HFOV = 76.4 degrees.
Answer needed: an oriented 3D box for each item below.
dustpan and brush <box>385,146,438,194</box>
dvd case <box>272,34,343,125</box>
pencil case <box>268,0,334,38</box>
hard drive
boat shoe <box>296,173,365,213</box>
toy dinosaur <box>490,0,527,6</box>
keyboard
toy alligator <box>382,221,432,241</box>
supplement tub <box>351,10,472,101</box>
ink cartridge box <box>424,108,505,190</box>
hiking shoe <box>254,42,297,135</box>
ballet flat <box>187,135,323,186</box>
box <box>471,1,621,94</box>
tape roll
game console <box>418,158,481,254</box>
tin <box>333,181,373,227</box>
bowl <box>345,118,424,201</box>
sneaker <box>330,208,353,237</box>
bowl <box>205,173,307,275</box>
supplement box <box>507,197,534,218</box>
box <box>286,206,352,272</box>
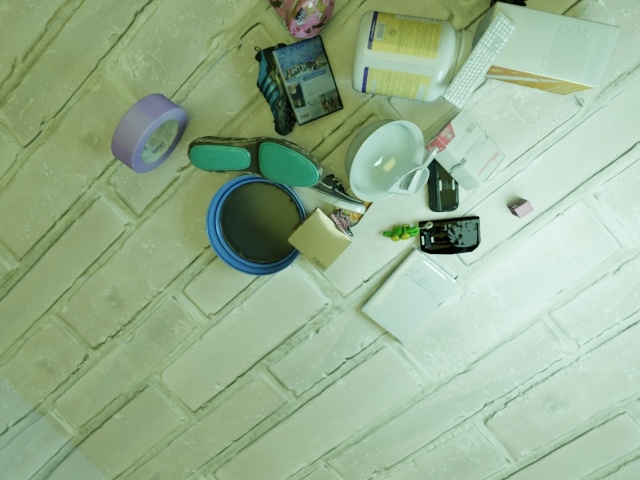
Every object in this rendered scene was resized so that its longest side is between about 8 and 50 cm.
[{"bbox_3d":[0.329,-0.232,1.382,0.148,0.060,0.211,0,128,-36],"label":"dustpan and brush"},{"bbox_3d":[-0.037,-0.539,1.375,0.181,0.022,0.252,-27,111,-17],"label":"dvd case"},{"bbox_3d":[-0.126,-0.828,1.277,0.167,0.160,0.386,-33,82,-25],"label":"pencil case"},{"bbox_3d":[0.339,0.212,1.559,0.210,0.040,0.318,38,105,-3],"label":"hard drive"},{"bbox_3d":[0.033,-0.187,1.455,0.302,0.108,0.102,26,98,21],"label":"boat shoe"},{"bbox_3d":[0.586,-0.849,1.248,0.323,0.164,0.218,-7,88,27],"label":"toy dinosaur"},{"bbox_3d":[0.454,-0.510,1.163,0.072,0.014,0.255,29,108,-13],"label":"keyboard"},{"bbox_3d":[0.323,-0.027,1.486,0.190,0.056,0.051,-12,140,29],"label":"toy alligator"},{"bbox_3d":[0.278,-0.570,1.278,0.332,0.241,0.240,10,104,4],"label":"supplement tub"},{"bbox_3d":[0.485,-0.299,1.363,0.218,0.092,0.158,45,72,-3],"label":"ink cartridge box"},{"bbox_3d":[-0.155,-0.522,1.428,0.132,0.113,0.303,5,103,28],"label":"hiking shoe"},{"bbox_3d":[-0.216,-0.305,1.435,0.484,0.182,0.163,9,125,6],"label":"ballet flat"},{"bbox_3d":[0.653,-0.576,1.243,0.346,0.215,0.168,15,106,4],"label":"box"},{"bbox_3d":[-0.591,-0.369,1.416,0.090,0.275,0.274,37,105,-2],"label":"tape roll"},{"bbox_3d":[0.461,-0.122,1.465,0.214,0.044,0.360,-5,104,8],"label":"game console"},{"bbox_3d":[0.124,-0.135,1.507,0.106,0.040,0.189,34,106,-6],"label":"tin"},{"bbox_3d":[0.193,-0.290,1.381,0.298,0.134,0.297,-19,135,-20],"label":"bowl"},{"bbox_3d":[0.090,-0.065,1.491,0.057,0.047,0.119,-38,97,3],"label":"sneaker"},{"bbox_3d":[-0.236,-0.060,1.549,0.392,0.077,0.390,2,104,7],"label":"bowl"},{"bbox_3d":[0.695,-0.114,1.416,0.055,0.083,0.043,-35,97,14],"label":"supplement box"},{"bbox_3d":[0.000,0.000,1.507,0.164,0.021,0.201,-47,115,0],"label":"box"}]
